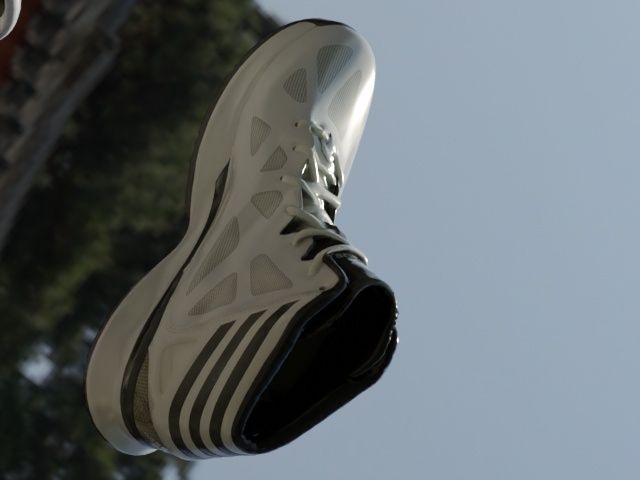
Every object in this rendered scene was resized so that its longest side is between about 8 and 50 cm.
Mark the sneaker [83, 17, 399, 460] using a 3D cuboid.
[{"bbox_3d":[0.000,0.001,1.557,0.257,0.169,0.447,5,-120,42],"label":"sneaker"}]

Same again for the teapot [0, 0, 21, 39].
[{"bbox_3d":[-0.358,-0.285,1.451,0.187,0.252,0.256,-16,-92,34],"label":"teapot"}]
